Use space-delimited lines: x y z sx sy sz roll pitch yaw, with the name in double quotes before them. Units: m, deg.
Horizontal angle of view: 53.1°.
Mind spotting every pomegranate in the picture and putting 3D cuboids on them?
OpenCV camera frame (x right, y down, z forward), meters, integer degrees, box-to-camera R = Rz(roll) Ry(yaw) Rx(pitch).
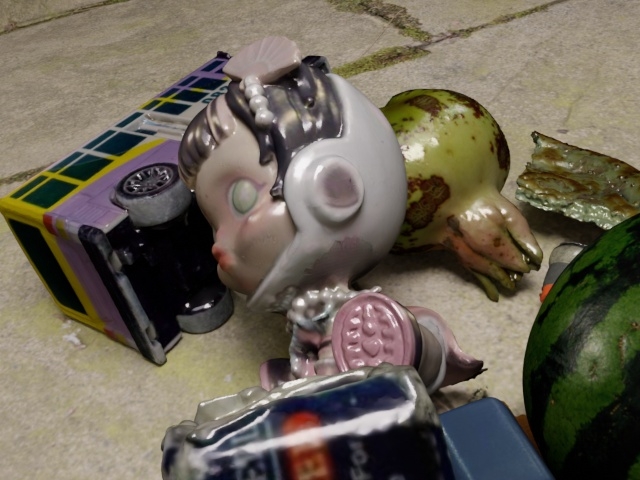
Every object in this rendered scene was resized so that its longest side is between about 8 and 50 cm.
"pomegranate" 0.146 -0.067 0.776 0.222 0.204 0.276 -39 39 -4

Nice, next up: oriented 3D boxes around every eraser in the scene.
"eraser" 0.019 0.240 0.347 0.155 0.101 0.331 -14 81 -7

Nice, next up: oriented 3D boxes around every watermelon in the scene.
"watermelon" 0.301 0.102 0.469 0.286 0.285 0.285 -7 38 5

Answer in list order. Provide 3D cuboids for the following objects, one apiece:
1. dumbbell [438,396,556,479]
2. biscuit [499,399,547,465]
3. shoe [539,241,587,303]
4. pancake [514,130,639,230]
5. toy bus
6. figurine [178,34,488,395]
"dumbbell" 0.016 0.234 0.478 0.317 0.156 0.143 -17 8 -8
"biscuit" 0.179 0.188 0.600 0.092 0.016 0.082 13 39 26
"shoe" 0.329 0.068 0.684 0.195 0.074 0.077 23 68 35
"pancake" 0.341 -0.069 0.808 0.198 0.054 0.376 -3 25 -10
"toy bus" -0.168 -0.079 0.872 0.250 0.209 0.440 15 46 32
"figurine" -0.006 0.004 0.637 0.211 0.253 0.361 -9 70 -45
